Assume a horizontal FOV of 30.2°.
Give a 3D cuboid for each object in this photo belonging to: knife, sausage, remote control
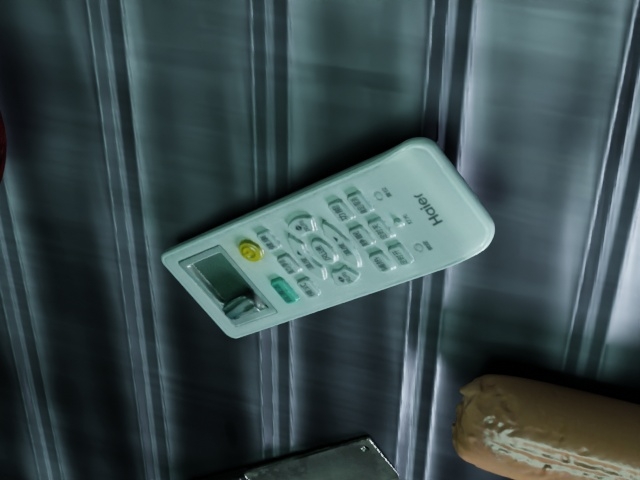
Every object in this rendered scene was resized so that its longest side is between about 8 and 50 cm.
[{"bbox_3d":[-0.035,0.244,1.170,0.245,0.019,0.072,-20,118,32],"label":"knife"},{"bbox_3d":[0.247,0.173,0.949,0.289,0.086,0.086,13,131,14],"label":"sausage"},{"bbox_3d":[-0.001,0.001,0.939,0.293,0.051,0.103,-23,115,39],"label":"remote control"}]

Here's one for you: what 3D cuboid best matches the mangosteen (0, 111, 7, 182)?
[{"bbox_3d":[-0.355,-0.078,0.935,0.216,0.216,0.216,12,130,14],"label":"mangosteen"}]
